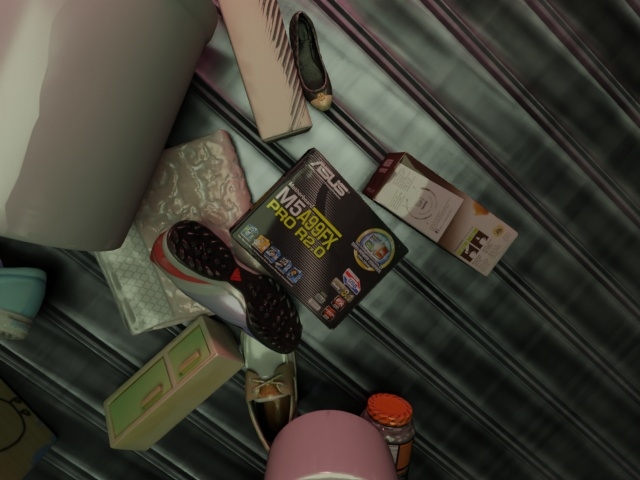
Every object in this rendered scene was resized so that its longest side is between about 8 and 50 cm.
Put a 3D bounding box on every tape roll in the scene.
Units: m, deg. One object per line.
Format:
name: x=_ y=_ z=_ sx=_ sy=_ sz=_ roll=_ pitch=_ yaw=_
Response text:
tape roll: x=0.017 y=0.451 z=0.724 sx=0.246 sy=0.169 sz=0.246 roll=0 pitch=100 yaw=1

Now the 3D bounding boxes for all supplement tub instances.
supplement tub: x=0.131 y=0.427 z=0.864 sx=0.117 sy=0.117 sz=0.190 roll=6 pitch=100 yaw=-4

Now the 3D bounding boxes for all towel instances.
towel: x=-0.271 y=-0.004 z=0.795 sx=0.317 sy=0.053 sz=0.331 roll=-17 pitch=102 yaw=0

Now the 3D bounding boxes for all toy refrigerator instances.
toy refrigerator: x=-0.286 y=0.275 z=0.803 sx=0.269 sy=0.102 sz=0.094 roll=-41 pitch=140 yaw=5

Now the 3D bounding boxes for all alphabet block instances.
alphabet block: x=-0.677 y=0.410 z=0.781 sx=0.193 sy=0.192 sz=0.197 roll=-35 pitch=102 yaw=2

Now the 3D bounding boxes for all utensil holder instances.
utensil holder: x=-0.370 y=-0.216 z=0.590 sx=0.328 sy=0.327 sz=0.385 roll=21 pitch=92 yaw=-7

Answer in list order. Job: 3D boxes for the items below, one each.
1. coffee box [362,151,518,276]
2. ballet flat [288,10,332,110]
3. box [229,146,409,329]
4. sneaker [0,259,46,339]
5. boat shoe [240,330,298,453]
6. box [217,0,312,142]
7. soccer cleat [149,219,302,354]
coffee box: x=0.210 y=-0.054 z=0.766 sx=0.246 sy=0.141 sz=0.098 roll=33 pitch=98 yaw=-9
ballet flat: x=-0.020 y=-0.318 z=0.749 sx=0.057 sy=0.049 sz=0.173 roll=-18 pitch=101 yaw=1
box: x=0.000 y=0.000 z=0.778 sx=0.216 sy=0.060 sz=0.270 roll=-45 pitch=106 yaw=-3
sneaker: x=-0.674 y=0.080 z=0.770 sx=0.366 sy=0.135 sz=0.150 roll=11 pitch=60 yaw=4
boat shoe: x=-0.095 y=0.281 z=0.830 sx=0.113 sy=0.103 sz=0.302 roll=-12 pitch=101 yaw=-1
box: x=-0.097 y=-0.313 z=0.717 sx=0.094 sy=0.113 sz=0.275 roll=-17 pitch=102 yaw=-1
soccer cleat: x=-0.164 y=0.095 z=0.754 sx=0.318 sy=0.108 sz=0.116 roll=45 pitch=137 yaw=-21
